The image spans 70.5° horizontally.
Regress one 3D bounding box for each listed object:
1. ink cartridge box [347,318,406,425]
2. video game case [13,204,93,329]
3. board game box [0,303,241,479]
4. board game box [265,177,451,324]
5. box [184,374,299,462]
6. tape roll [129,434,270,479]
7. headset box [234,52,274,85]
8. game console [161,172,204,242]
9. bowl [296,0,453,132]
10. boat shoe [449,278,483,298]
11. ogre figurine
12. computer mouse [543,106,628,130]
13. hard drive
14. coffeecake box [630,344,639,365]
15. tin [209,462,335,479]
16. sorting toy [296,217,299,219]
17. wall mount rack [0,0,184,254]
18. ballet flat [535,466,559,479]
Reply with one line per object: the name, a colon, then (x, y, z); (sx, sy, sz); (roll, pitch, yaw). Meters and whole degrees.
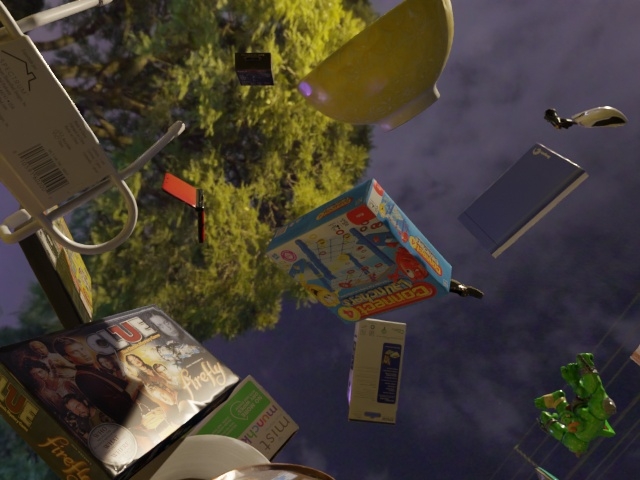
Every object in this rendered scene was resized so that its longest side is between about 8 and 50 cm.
ink cartridge box: (0.182, 0.430, 1.506); (0.065, 0.165, 0.333); (143, -44, -80)
video game case: (-0.505, 0.039, 0.875); (0.248, 0.035, 0.275); (-132, -151, -51)
board game box: (-0.211, 0.156, 0.504); (0.165, 0.243, 0.042); (37, -79, 10)
board game box: (0.086, 0.045, 1.046); (0.308, 0.302, 0.086); (-26, -149, 39)
box: (-0.181, 0.375, 0.769); (0.127, 0.262, 0.231); (45, -23, 6)
tape roll: (-0.132, 0.302, 0.433); (0.219, 0.219, 0.072); (28, -44, 46)
headset box: (-0.114, -0.298, 0.787); (0.083, 0.062, 0.032); (121, -32, -88)
game console: (-0.300, -0.073, 0.999); (0.144, 0.085, 0.124); (-122, -146, -64)
bowl: (0.118, -0.284, 0.785); (0.289, 0.289, 0.156); (-23, -73, 43)
boat shoe: (0.473, 0.168, 1.501); (0.049, 0.133, 0.042); (107, 4, -68)
ogre figurine: (0.503, 0.328, 0.884); (0.197, 0.097, 0.118); (-56, -158, 20)
computer mouse: (0.698, -0.323, 1.179); (0.106, 0.193, 0.042); (-84, 171, -59)
hard drive: (0.569, -0.121, 1.314); (0.319, 0.040, 0.210); (-46, -149, 16)
coffeecake box: (0.794, 0.202, 0.992); (0.068, 0.142, 0.185); (53, -26, 42)
tin: (-0.055, 0.201, 0.304); (0.106, 0.189, 0.040); (-4, -98, 31)
sorting toy: (0.000, 0.000, 1.629); (0.307, 0.229, 0.041); (-6, -145, 23)
wall mount rack: (-0.334, -0.169, 0.587); (0.130, 0.304, 0.350); (22, -37, 49)
ballet flat: (0.600, 0.632, 1.112); (0.068, 0.072, 0.213); (-57, -166, -11)
